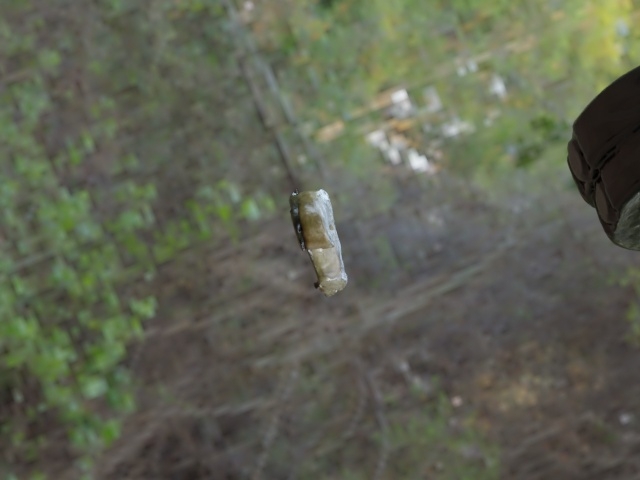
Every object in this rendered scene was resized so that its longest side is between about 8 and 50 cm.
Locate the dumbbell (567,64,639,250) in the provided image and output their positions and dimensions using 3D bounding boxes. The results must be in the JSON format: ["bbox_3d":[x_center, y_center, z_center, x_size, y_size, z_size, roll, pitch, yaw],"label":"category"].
[{"bbox_3d":[0.287,0.027,1.217,0.185,0.185,0.388,82,-10,-64],"label":"dumbbell"}]

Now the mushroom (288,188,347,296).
[{"bbox_3d":[0.000,0.000,0.926,0.101,0.019,0.049,63,15,-77],"label":"mushroom"}]
